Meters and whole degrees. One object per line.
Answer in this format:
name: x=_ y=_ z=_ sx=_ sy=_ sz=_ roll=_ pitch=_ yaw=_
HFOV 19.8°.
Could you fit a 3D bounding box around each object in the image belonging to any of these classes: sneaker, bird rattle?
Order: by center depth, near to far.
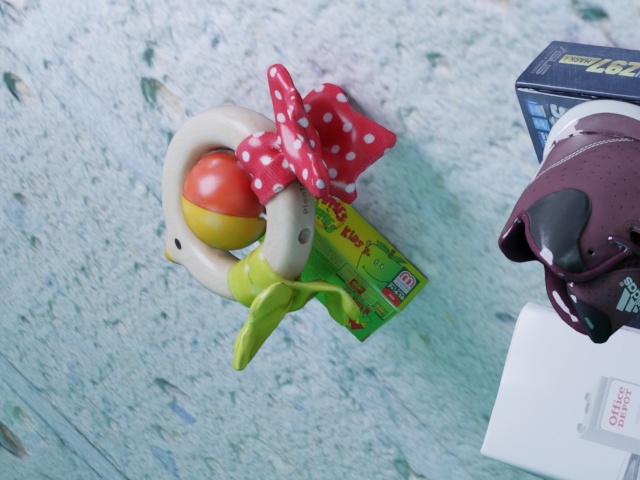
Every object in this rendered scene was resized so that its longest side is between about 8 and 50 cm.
sneaker: x=0.233 y=0.011 z=1.094 sx=0.281 sy=0.162 sz=0.106 roll=11 pitch=137 yaw=37
bird rattle: x=-0.058 y=-0.028 z=1.493 sx=0.207 sy=0.143 sz=0.254 roll=23 pitch=126 yaw=37

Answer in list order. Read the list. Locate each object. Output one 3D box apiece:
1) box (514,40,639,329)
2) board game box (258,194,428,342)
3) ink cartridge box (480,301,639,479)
box: x=0.247 y=-0.021 z=1.253 sx=0.183 sy=0.059 sz=0.233 roll=12 pitch=138 yaw=40
board game box: x=0.000 y=0.000 z=1.599 sx=0.181 sy=0.043 sz=0.092 roll=44 pitch=151 yaw=-1
ink cartridge box: x=0.284 y=0.146 z=1.261 sx=0.283 sy=0.117 sz=0.207 roll=13 pitch=172 yaw=34
